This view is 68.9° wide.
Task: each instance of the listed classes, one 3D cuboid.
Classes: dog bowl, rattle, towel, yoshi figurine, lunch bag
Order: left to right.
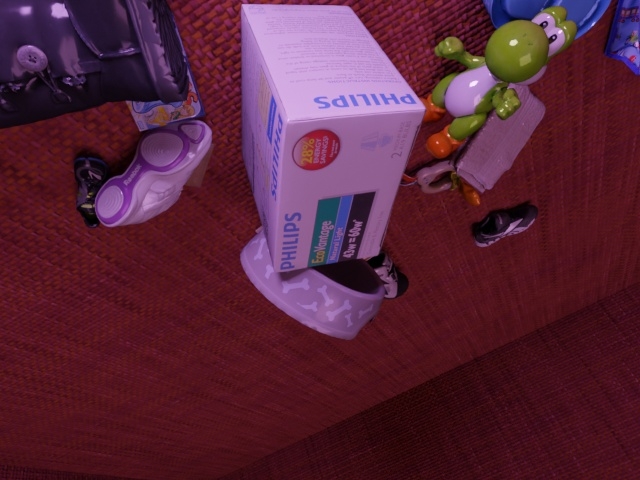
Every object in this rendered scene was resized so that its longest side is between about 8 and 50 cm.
[{"bbox_3d":[-0.005,0.071,1.062,0.349,0.348,0.102,18,111,-40],"label":"dog bowl"},{"bbox_3d":[0.322,-0.141,1.303,0.200,0.142,0.130,-7,165,-31],"label":"rattle"},{"bbox_3d":[0.333,-0.330,0.965,0.204,0.202,0.362,29,141,-19],"label":"yoshi figurine"},{"bbox_3d":[0.462,-0.269,1.210,0.187,0.049,0.282,22,104,-42],"label":"towel"},{"bbox_3d":[0.463,-0.511,0.963,0.298,0.074,0.165,-2,139,-24],"label":"dog bowl"},{"bbox_3d":[0.788,-0.560,1.030,0.221,0.138,0.293,-22,134,5],"label":"lunch bag"}]

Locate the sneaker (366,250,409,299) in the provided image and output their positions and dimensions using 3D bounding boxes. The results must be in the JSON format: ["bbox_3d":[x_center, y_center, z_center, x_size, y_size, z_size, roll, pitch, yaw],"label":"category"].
[{"bbox_3d":[0.203,0.104,1.555,0.331,0.122,0.146,13,133,-37],"label":"sneaker"}]

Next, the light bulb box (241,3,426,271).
[{"bbox_3d":[-0.014,-0.195,0.888,0.226,0.360,0.357,-9,141,-16],"label":"light bulb box"}]

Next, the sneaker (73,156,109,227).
[{"bbox_3d":[-0.492,-0.101,1.008,0.067,0.078,0.188,-2,138,-24],"label":"sneaker"}]

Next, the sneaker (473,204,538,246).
[{"bbox_3d":[0.629,-0.061,1.591,0.235,0.078,0.106,-28,145,13],"label":"sneaker"}]

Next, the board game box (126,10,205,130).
[{"bbox_3d":[-0.310,-0.309,0.873,0.136,0.035,0.201,-16,142,-6],"label":"board game box"}]

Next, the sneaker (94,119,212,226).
[{"bbox_3d":[-0.345,-0.145,1.010,0.305,0.114,0.152,-39,169,11],"label":"sneaker"}]

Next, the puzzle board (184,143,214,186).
[{"bbox_3d":[-0.306,-0.177,1.060,0.097,0.011,0.128,6,135,-29],"label":"puzzle board"}]

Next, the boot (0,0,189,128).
[{"bbox_3d":[-0.463,-0.351,0.682,0.446,0.146,0.366,-6,124,1],"label":"boot"}]

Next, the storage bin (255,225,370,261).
[{"bbox_3d":[0.000,0.000,1.330,0.261,0.123,0.262,-34,140,18],"label":"storage bin"}]
